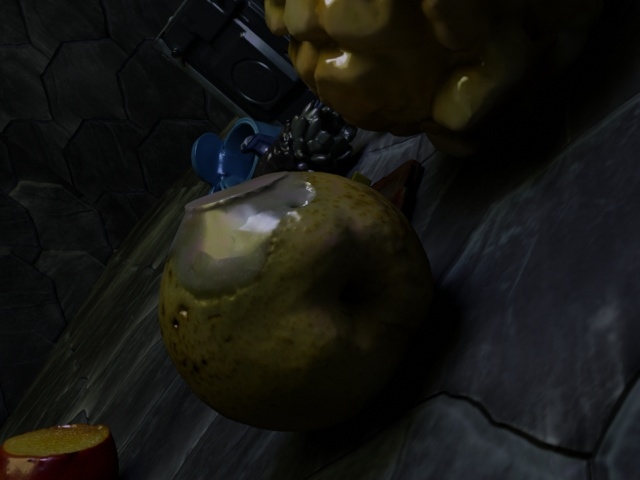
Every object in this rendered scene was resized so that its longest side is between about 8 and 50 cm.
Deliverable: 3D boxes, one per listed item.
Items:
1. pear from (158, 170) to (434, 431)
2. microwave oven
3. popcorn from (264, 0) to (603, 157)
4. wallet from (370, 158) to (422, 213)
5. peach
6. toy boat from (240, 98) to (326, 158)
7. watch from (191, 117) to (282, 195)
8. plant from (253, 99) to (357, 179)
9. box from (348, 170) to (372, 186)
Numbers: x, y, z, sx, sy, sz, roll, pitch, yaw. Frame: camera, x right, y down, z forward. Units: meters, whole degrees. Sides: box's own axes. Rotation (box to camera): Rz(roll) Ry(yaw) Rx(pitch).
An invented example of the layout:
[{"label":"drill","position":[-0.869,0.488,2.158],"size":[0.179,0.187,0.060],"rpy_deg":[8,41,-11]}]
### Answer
[{"label":"pear","position":[-0.020,0.056,0.834],"size":[0.271,0.271,0.271],"rpy_deg":[-47,16,17]},{"label":"microwave oven","position":[-0.110,-0.420,1.867],"size":[0.333,0.394,0.247],"rpy_deg":[-34,22,49]},{"label":"popcorn","position":[0.122,-0.282,0.970],"size":[0.390,0.354,0.344],"rpy_deg":[-107,38,-71]},{"label":"wallet","position":[0.062,-0.010,1.101],"size":[0.137,0.031,0.255],"rpy_deg":[-43,15,40]},{"label":"peach","position":[-0.389,0.346,1.280],"size":[0.190,0.190,0.192],"rpy_deg":[-31,36,52]},{"label":"toy boat","position":[-0.071,-0.171,1.662],"size":[0.309,0.142,0.129],"rpy_deg":[-56,13,-14]},{"label":"watch","position":[-0.146,-0.153,1.820],"size":[0.193,0.211,0.211],"rpy_deg":[-9,43,53]},{"label":"plant","position":[-0.024,-0.138,1.475],"size":[0.194,0.129,0.132],"rpy_deg":[-42,19,43]},{"label":"box","position":[0.000,0.000,1.198],"size":[0.193,0.030,0.121],"rpy_deg":[-51,9,53]}]
